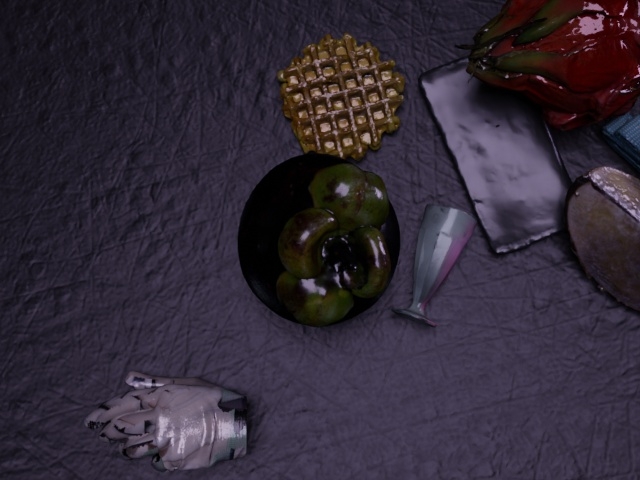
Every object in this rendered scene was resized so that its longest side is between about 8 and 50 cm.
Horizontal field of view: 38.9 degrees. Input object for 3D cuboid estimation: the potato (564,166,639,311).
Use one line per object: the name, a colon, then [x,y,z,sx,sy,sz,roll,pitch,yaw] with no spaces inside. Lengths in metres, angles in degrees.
potato: [0.422,0.007,1.200,0.261,0.120,0.100,43,45,1]

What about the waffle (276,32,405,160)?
waffle: [0.030,-0.201,1.271,0.191,0.038,0.191,-1,79,3]

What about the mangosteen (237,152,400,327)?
mangosteen: [0.000,0.000,1.139,0.243,0.243,0.243,-1,80,3]

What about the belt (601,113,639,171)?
belt: [0.458,-0.099,1.221,0.065,0.100,0.179,-39,65,-3]

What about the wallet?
wallet: [0.251,-0.129,1.252,0.146,0.030,0.285,-21,81,-4]

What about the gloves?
gloves: [-0.202,0.235,1.175,0.212,0.111,0.127,1,85,-5]

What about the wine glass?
wine glass: [0.152,0.034,1.209,0.073,0.073,0.155,18,84,6]

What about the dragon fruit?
dragon fruit: [0.314,-0.247,1.170,0.293,0.234,0.234,-26,79,-11]
